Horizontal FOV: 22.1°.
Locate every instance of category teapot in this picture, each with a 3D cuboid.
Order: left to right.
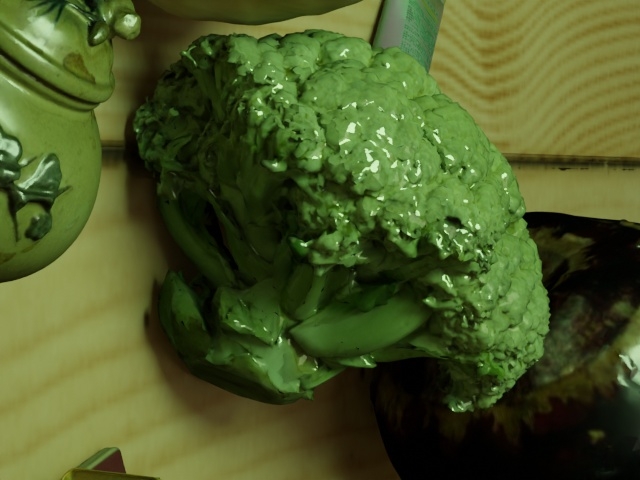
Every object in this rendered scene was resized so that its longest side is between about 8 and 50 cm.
[{"bbox_3d":[-0.171,-0.075,0.786,0.182,0.173,0.269,-49,179,11],"label":"teapot"}]

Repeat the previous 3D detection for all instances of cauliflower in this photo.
[{"bbox_3d":[0.000,0.000,1.042,0.250,0.275,0.272,-49,152,5],"label":"cauliflower"}]

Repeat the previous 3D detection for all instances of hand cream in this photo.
[{"bbox_3d":[0.064,-0.144,1.251,0.076,0.047,0.174,48,46,-43],"label":"hand cream"}]

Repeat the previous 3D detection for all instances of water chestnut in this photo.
[{"bbox_3d":[0.192,0.125,1.222,0.300,0.300,0.300,-5,96,-53],"label":"water chestnut"}]

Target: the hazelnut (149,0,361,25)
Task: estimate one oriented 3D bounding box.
[{"bbox_3d":[-0.038,-0.246,0.937,0.241,0.261,0.261,21,75,-51],"label":"hazelnut"}]

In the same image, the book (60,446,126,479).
[{"bbox_3d":[-0.176,0.246,0.962,0.232,0.022,0.162,-36,119,-48],"label":"book"}]

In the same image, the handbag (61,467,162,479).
[{"bbox_3d":[-0.120,0.165,0.946,0.027,0.083,0.061,37,63,-44],"label":"handbag"}]
